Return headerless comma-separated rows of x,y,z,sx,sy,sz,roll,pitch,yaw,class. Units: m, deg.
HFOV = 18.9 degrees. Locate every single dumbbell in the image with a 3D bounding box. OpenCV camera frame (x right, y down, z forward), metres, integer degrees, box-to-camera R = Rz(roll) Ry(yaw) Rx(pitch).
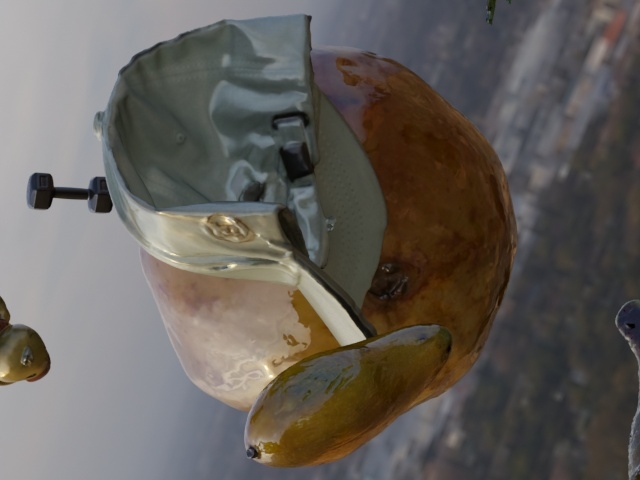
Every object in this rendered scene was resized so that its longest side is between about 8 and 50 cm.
-0.239,-0.045,1.841,0.036,0.083,0.040,-115,33,-57,dumbbell

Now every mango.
0.016,0.114,1.402,0.190,0.075,0.098,-29,-8,-38,mango

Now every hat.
-0.051,-0.018,1.578,0.301,0.168,0.258,58,-154,-34,hat

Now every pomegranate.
0.000,0.000,1.907,0.410,0.410,0.410,-159,90,-86,pomegranate

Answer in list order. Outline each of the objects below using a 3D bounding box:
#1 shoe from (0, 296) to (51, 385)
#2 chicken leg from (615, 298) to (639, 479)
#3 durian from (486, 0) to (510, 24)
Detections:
-0.264,0.076,1.481,0.072,0.109,0.069,-41,-7,-20,shoe
0.433,0.227,2.177,0.140,0.212,0.361,68,-155,-59,chicken leg
0.097,-0.258,1.297,0.100,0.086,0.215,23,120,45,durian
